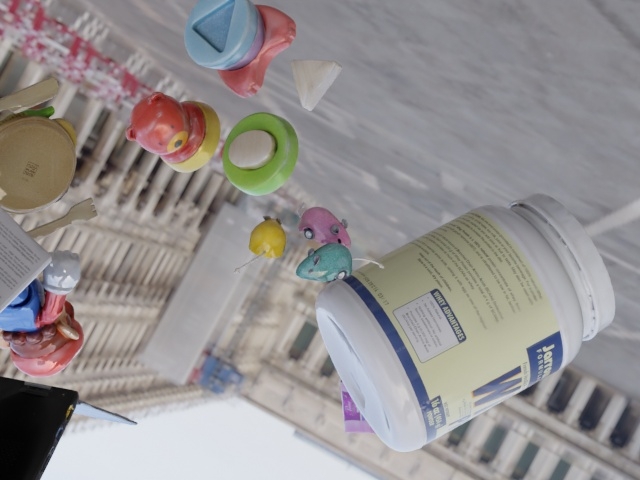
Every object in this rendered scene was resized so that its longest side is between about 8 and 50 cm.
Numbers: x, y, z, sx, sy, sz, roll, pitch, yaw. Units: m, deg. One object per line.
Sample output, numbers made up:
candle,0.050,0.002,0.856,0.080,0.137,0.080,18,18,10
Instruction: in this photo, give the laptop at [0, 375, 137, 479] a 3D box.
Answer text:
laptop,-0.449,0.243,1.160,0.382,0.236,0.408,9,-139,7

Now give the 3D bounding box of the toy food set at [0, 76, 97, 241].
toy food set,-0.344,-0.091,1.268,0.038,0.132,0.192,33,142,45

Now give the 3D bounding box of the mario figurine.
mario figurine,-0.448,0.071,1.592,0.198,0.170,0.320,30,160,26

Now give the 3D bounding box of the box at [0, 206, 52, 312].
box,-0.338,0.031,0.979,0.114,0.103,0.203,45,153,-9

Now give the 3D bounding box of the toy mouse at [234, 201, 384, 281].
toy mouse,0.000,0.000,1.124,0.143,0.031,0.161,15,-150,4

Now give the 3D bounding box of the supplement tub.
supplement tub,0.182,0.097,1.375,0.235,0.325,0.235,59,168,21

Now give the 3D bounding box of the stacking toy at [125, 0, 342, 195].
stacking toy,-0.145,-0.231,1.673,0.279,0.309,0.130,31,-174,35

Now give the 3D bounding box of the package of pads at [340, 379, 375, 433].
package of pads,0.057,0.242,1.582,0.050,0.083,0.032,-2,-170,16
